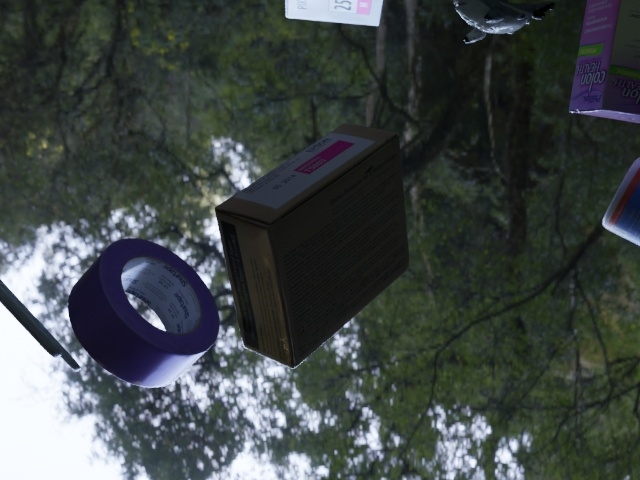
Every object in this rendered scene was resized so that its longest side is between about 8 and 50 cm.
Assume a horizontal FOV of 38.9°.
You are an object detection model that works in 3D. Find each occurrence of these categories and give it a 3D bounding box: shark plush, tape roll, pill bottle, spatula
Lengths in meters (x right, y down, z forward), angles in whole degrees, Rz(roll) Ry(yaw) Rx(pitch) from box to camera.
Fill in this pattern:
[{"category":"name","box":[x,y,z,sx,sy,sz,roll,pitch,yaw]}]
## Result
[{"category":"shark plush","box":[0.270,-0.337,1.300,0.161,0.073,0.067,-12,-102,-9]},{"category":"tape roll","box":[-0.231,0.094,1.201,0.189,0.080,0.189,34,-150,-23]},{"category":"pill bottle","box":[0.553,-0.026,1.368,0.221,0.124,0.124,29,-130,17]},{"category":"spatula","box":[-0.282,0.012,0.741,0.242,0.168,0.019,45,-105,5]}]

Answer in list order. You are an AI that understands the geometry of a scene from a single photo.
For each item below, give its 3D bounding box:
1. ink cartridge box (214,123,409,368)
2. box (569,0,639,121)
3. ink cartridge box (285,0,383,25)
[{"category":"ink cartridge box","box":[0.000,0.000,1.046,0.088,0.193,0.234,17,-141,37]},{"category":"box","box":[0.509,-0.295,1.345,0.213,0.243,0.117,7,-175,-10]},{"category":"ink cartridge box","box":[-0.036,-0.347,1.072,0.238,0.275,0.060,4,-102,0]}]
